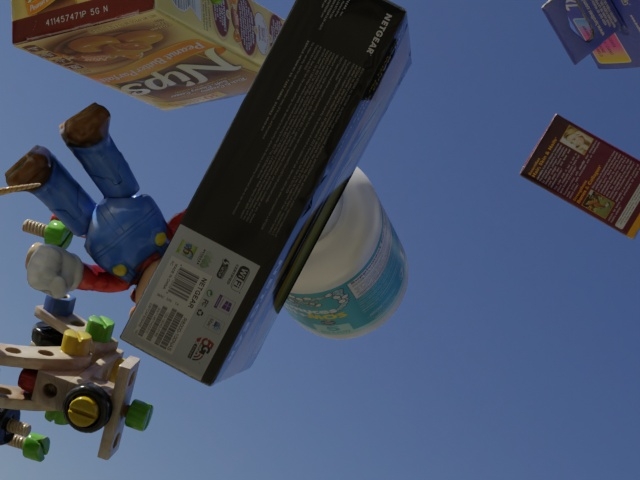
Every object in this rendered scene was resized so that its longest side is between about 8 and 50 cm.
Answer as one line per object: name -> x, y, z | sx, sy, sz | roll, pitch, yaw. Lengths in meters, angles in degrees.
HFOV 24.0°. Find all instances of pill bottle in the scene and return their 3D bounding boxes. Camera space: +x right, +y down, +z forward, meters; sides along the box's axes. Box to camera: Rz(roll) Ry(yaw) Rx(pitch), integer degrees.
pill bottle -> 0.000, 0.000, 1.531 | 0.146, 0.146, 0.264 | 33, -9, 22

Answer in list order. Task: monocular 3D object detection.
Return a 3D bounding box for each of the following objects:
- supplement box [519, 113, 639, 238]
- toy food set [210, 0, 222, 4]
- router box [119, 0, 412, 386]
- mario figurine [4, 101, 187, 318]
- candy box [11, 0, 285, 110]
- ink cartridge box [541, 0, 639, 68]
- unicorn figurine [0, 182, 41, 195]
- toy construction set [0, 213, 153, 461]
supplement box -> 0.395, -0.091, 2.168 | 0.188, 0.104, 0.081 | 31, 5, 11
toy food set -> -0.038, -0.275, 1.467 | 0.128, 0.217, 0.071 | 167, -91, -78
router box -> -0.033, -0.043, 1.190 | 0.081, 0.309, 0.243 | 28, 1, 4
mario figurine -> -0.189, 0.008, 1.633 | 0.198, 0.170, 0.320 | -34, -77, 32
candy box -> -0.184, -0.236, 1.710 | 0.183, 0.088, 0.316 | -9, -13, 24
ink cartridge box -> 0.389, -0.395, 1.832 | 0.151, 0.395, 0.270 | -1, -39, 40
unicorn figurine -> -0.315, 0.003, 1.217 | 0.162, 0.111, 0.060 | -3, -17, 29
toy construction set -> -0.285, 0.131, 1.865 | 0.237, 0.309, 0.257 | 15, -11, 16
